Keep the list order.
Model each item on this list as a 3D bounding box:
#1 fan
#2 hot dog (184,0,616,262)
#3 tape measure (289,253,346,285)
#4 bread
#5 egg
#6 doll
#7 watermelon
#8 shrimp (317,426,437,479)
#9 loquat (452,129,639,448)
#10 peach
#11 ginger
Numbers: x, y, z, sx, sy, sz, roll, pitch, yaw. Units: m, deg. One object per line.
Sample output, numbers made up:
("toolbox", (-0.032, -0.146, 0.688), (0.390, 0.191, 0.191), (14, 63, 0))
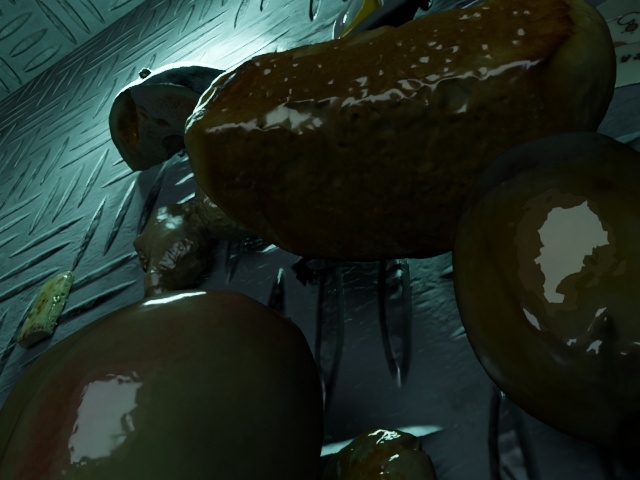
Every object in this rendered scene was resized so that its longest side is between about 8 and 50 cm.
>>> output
("fan", (0.400, -0.293, 0.815), (0.190, 0.009, 0.329), (3, 55, 49))
("hot dog", (0.080, -0.089, 0.687), (0.404, 0.223, 0.185), (-6, 41, 21))
("tape measure", (0.001, -0.002, 0.827), (0.094, 0.054, 0.091), (-37, 38, 9))
("bread", (-0.472, 0.116, 1.187), (0.068, 0.028, 0.154), (-28, 32, 20))
("egg", (-0.115, -0.059, 0.955), (0.116, 0.118, 0.140), (-30, 22, 17))
("doll", (0.129, -0.394, 1.133), (0.316, 0.103, 0.145), (-37, 28, -5))
("watermelon", (-0.283, -0.278, 1.335), (0.321, 0.175, 0.188), (-14, 41, 33))
("shrimp", (0.008, 0.271, 0.493), (0.154, 0.062, 0.294), (-25, 31, 43))
("loquat", (0.185, 0.027, 0.487), (0.179, 0.179, 0.228), (-29, 52, 17))
("peach", (-0.126, 0.165, 0.548), (0.292, 0.247, 0.292), (-56, 5, 7))
("ginger", (-0.213, 0.015, 1.006), (0.137, 0.074, 0.213), (-44, 28, 10))
